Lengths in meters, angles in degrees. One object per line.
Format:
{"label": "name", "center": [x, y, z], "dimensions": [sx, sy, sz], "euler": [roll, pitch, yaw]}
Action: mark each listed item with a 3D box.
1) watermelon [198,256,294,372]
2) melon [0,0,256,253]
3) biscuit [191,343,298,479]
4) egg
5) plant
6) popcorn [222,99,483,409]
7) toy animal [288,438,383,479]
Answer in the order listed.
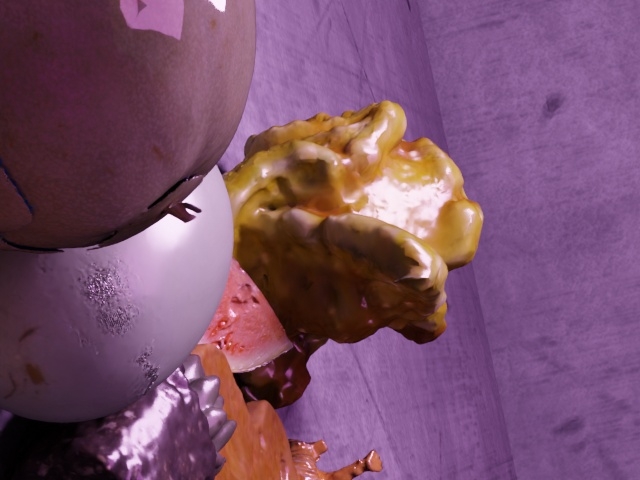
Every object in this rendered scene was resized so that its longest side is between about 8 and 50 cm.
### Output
{"label": "watermelon", "center": [-0.107, 0.065, 1.508], "dimensions": [0.069, 0.087, 0.163], "euler": [20, -32, 55]}
{"label": "melon", "center": [-0.169, -0.144, 0.904], "dimensions": [0.330, 0.268, 0.268], "euler": [58, 13, 10]}
{"label": "biscuit", "center": [-0.082, 0.275, 1.440], "dimensions": [0.312, 0.057, 0.351], "euler": [31, 49, -69]}
{"label": "egg", "center": [-0.163, 0.008, 1.095], "dimensions": [0.282, 0.203, 0.203], "euler": [-79, 152, -58]}
{"label": "plant", "center": [-0.148, 0.156, 1.175], "dimensions": [0.194, 0.132, 0.129], "euler": [-51, 130, -65]}
{"label": "popcorn", "center": [0.004, -0.009, 1.619], "dimensions": [0.321, 0.326, 0.290], "euler": [130, -41, -51]}
{"label": "toy animal", "center": [-0.006, 0.326, 1.636], "dimensions": [0.114, 0.116, 0.255], "euler": [12, 69, -47]}
